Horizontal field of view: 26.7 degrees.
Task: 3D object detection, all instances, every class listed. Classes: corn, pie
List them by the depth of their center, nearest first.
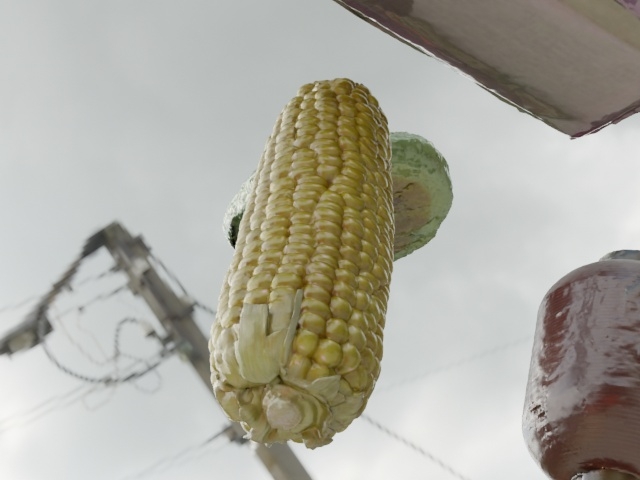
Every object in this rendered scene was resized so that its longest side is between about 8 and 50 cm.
[{"bbox_3d":[-0.003,0.003,0.750,0.091,0.260,0.091,39,-53,-23],"label":"corn"},{"bbox_3d":[0.020,-0.031,1.345,0.240,0.054,0.240,-7,-29,-4],"label":"pie"}]

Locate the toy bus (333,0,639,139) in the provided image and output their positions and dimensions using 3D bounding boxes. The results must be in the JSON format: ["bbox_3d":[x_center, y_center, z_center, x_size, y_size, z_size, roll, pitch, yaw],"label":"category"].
[{"bbox_3d":[0.082,-0.212,0.822,0.386,0.162,0.171,26,-39,-25],"label":"toy bus"}]

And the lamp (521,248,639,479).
[{"bbox_3d":[0.271,0.129,1.185,0.180,0.258,0.180,10,-32,6],"label":"lamp"}]
